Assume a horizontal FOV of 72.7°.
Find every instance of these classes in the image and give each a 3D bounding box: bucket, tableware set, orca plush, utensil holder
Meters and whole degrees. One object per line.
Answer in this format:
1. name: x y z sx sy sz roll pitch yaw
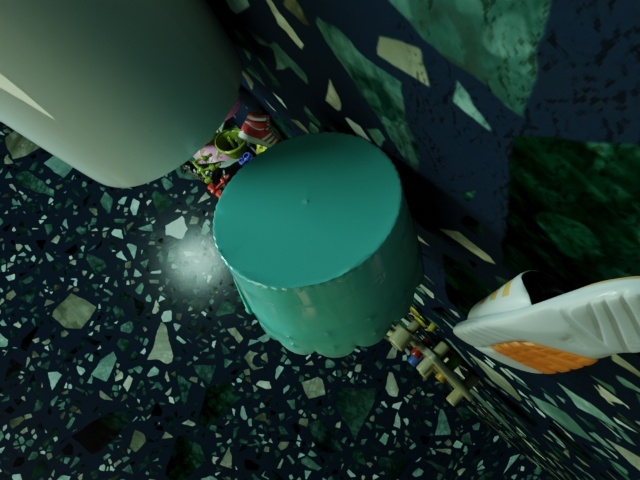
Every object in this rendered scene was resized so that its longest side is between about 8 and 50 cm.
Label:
1. bucket: 0.000 0.000 0.597 0.281 0.281 0.183 41 165 34
2. tableware set: 0.292 0.218 1.332 0.154 0.024 0.104 45 171 5
3. orca plush: -0.280 -0.197 1.299 0.287 0.151 0.102 16 -148 -17
4. utensil holder: -0.324 -0.291 0.524 0.327 0.327 0.385 41 175 34

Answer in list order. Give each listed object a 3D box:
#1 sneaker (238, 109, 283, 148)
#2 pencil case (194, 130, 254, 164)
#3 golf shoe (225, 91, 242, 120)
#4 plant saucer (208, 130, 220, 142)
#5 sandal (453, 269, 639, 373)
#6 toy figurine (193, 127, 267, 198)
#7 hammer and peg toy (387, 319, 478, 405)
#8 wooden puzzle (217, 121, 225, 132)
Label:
1. sneaker: -0.107 -0.227 0.896 0.118 0.067 0.042 6 -157 -46
2. pencil case: -0.364 -0.314 1.496 0.386 0.160 0.167 42 155 22
3. golf shoe: -0.278 -0.346 0.872 0.306 0.115 0.140 41 170 26
4. plant saucer: -0.413 -0.351 1.292 0.241 0.241 0.037 53 -151 -56
5. sandal: 0.235 0.068 0.418 0.102 0.076 0.265 31 154 -4
6. toy figurine: -0.175 -0.150 1.223 0.362 0.191 0.217 41 178 43
7. hammer and peg toy: 0.356 0.379 1.499 0.361 0.127 0.266 47 176 -20
8. wooden puzzle: -0.291 -0.346 1.249 0.049 0.006 0.083 51 139 18
